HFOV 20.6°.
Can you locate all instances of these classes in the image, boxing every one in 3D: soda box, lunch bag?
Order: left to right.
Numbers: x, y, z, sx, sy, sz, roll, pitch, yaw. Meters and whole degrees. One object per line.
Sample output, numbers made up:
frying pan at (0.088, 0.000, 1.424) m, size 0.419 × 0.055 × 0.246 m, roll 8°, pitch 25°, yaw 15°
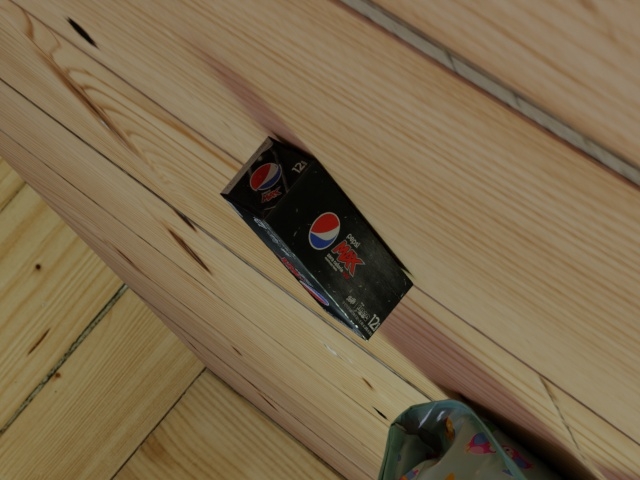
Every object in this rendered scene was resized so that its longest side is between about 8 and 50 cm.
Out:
soda box at (0.000, 0.000, 1.271) m, size 0.053 × 0.060 × 0.169 m, roll 31°, pitch 167°, yaw 42°
lunch bag at (0.172, 0.275, 1.629) m, size 0.223 × 0.160 × 0.262 m, roll 40°, pitch -177°, yaw -24°
